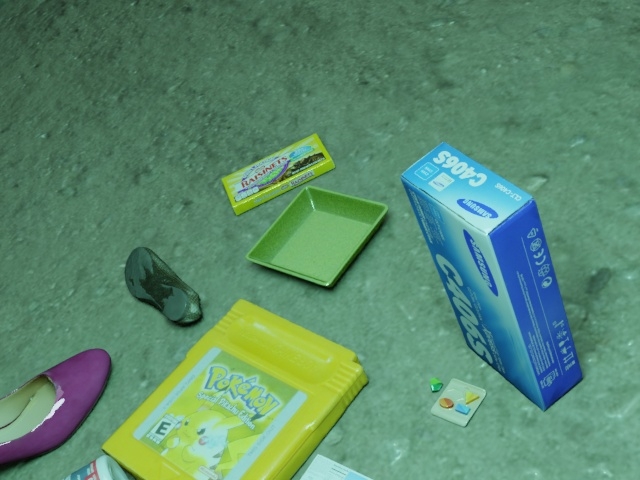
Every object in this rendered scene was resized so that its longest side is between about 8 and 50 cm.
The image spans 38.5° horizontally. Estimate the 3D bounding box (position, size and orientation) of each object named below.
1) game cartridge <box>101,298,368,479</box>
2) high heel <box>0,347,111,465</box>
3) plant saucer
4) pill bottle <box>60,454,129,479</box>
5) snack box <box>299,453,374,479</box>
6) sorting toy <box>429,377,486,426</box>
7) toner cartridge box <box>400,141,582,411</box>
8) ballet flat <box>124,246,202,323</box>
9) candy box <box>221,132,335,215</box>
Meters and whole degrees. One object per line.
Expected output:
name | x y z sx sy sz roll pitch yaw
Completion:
game cartridge | -0.124 0.248 1.344 0.285 0.053 0.324 20 59 39
high heel | -0.499 0.268 1.408 0.127 0.181 0.377 25 62 42
plant saucer | 0.000 0.000 1.545 0.188 0.045 0.188 17 56 38
pill bottle | -0.350 0.388 1.267 0.180 0.108 0.108 -31 41 -6
snack box | 0.049 0.338 1.186 0.178 0.022 0.064 16 55 37
sorting toy | 0.177 0.216 1.256 0.083 0.012 0.062 16 56 37
toner cartridge box | 0.221 0.053 1.150 0.075 0.348 0.165 -38 42 -12
ballet flat | -0.272 0.080 1.595 0.250 0.058 0.084 29 99 49
candy box | -0.082 -0.127 1.732 0.206 0.027 0.105 -26 38 -1
